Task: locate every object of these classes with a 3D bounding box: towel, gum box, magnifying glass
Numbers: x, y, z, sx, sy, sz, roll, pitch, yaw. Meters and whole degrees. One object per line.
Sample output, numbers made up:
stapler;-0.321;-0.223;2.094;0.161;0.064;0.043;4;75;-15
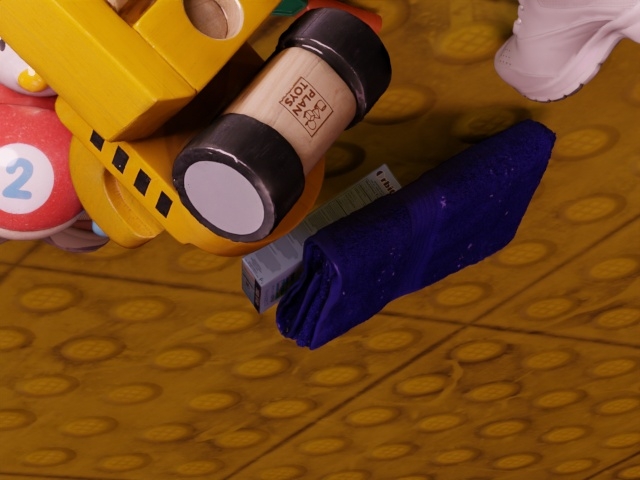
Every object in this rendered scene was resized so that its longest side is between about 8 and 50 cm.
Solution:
towel;0.105;0.000;2.027;0.308;0.076;0.227;-29;164;-23
gum box;0.000;0.000;2.052;0.184;0.041;0.157;-33;170;-9
magnifying glass;-0.038;-0.221;1.712;0.231;0.026;0.092;15;146;-39

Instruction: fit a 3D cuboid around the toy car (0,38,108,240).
toy car;-0.245;-0.142;1.623;0.219;0.210;0.238;8;140;-9

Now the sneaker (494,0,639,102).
sneaker;0.231;-0.222;1.728;0.129;0.111;0.297;31;153;-12

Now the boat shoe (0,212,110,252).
boat shoe;-0.286;-0.068;1.829;0.116;0.123;0.324;-42;160;22

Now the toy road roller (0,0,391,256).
toy road roller;-0.133;-0.130;1.511;0.329;0.202;0.240;46;141;-11
